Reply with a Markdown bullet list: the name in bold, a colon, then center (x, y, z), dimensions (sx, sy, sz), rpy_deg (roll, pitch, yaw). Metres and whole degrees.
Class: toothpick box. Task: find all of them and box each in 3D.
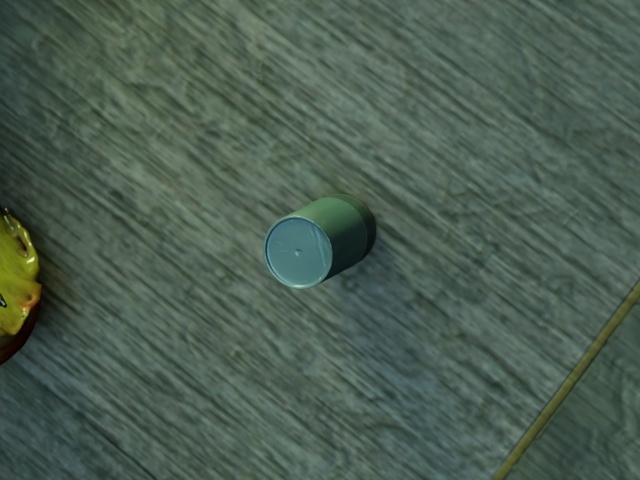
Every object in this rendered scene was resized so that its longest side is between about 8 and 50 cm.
- **toothpick box**: center (0.000, 0.000, 1.212), dimensions (0.052, 0.083, 0.052), rpy_deg (4, 102, 21)

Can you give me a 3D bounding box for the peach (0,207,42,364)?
- **peach**: center (-0.322, -0.006, 1.298), dimensions (0.154, 0.159, 0.267), rpy_deg (-40, 87, 13)
